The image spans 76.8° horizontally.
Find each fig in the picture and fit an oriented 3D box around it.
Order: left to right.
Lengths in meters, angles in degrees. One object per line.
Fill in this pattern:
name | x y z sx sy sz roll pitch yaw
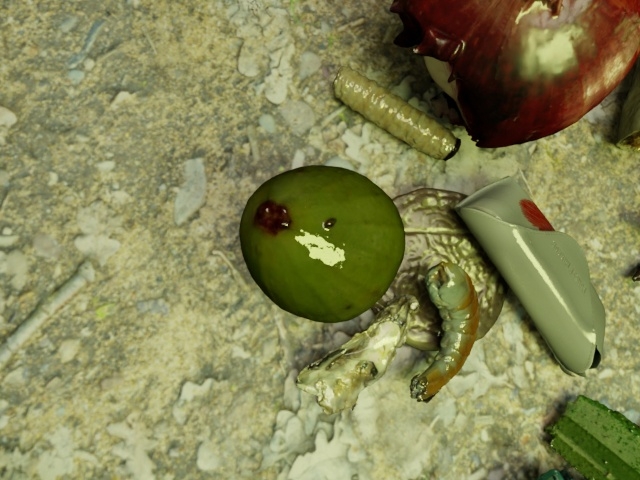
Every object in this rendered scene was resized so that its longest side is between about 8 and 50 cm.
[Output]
fig | 0.000 0.000 0.494 0.202 0.225 0.203 -3 80 17

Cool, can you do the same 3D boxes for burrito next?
burrito | 0.572 -0.260 0.666 0.105 0.143 0.300 14 71 28

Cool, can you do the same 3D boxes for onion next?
onion | 0.256 -0.302 0.535 0.340 0.341 0.342 1 80 -8

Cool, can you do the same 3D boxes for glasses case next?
glasses case | 0.328 0.043 0.583 0.128 0.083 0.308 -40 97 -23

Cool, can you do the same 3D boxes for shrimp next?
shrimp | 0.150 0.119 0.523 0.166 0.049 0.161 -49 126 -19

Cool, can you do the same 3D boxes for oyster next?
oyster | 0.056 0.159 0.554 0.199 0.061 0.106 -26 102 2

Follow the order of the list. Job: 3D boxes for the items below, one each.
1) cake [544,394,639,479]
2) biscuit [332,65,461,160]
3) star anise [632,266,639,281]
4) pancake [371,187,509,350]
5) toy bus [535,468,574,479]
cake | 0.410 0.300 0.498 0.235 0.099 0.100 38 93 34
biscuit | 0.115 -0.194 0.626 0.219 0.061 0.055 32 119 -3
star anise | 0.624 -0.001 0.647 0.271 0.102 0.273 1 102 5
pancake | 0.174 0.041 0.604 0.249 0.031 0.251 1 83 -8
toy bus | 0.368 0.420 0.506 0.255 0.147 0.128 33 106 -1
